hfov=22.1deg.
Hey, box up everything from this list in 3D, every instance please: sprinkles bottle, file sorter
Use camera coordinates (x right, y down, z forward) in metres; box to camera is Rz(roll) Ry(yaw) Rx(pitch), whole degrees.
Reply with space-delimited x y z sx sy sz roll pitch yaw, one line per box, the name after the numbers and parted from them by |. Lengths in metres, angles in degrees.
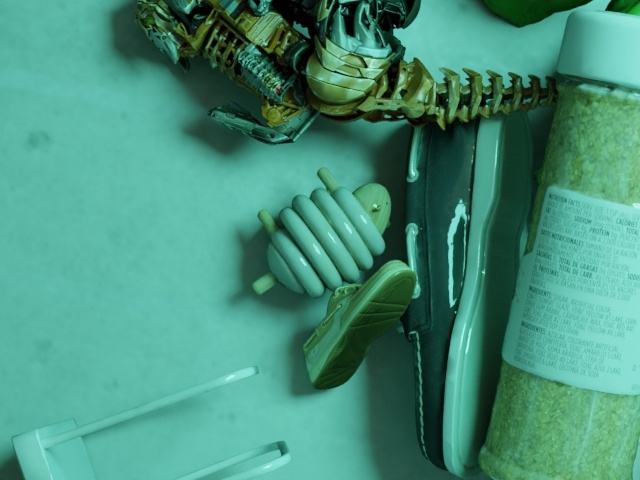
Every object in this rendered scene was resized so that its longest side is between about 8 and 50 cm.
0.208 0.013 1.213 0.121 0.121 0.355 10 97 -10 | sprinkles bottle
-0.081 0.238 1.168 0.173 0.193 0.278 -20 87 -3 | file sorter

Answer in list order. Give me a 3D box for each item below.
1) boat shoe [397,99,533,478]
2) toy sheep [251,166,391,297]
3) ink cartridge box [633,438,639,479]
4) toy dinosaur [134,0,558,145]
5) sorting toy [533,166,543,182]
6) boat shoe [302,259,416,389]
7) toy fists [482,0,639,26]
0.105 0.035 1.299 0.091 0.114 0.302 2 75 30 | boat shoe
0.000 0.000 1.288 0.132 0.091 0.091 -37 91 0 | toy sheep
0.256 0.193 1.309 0.104 0.060 0.180 21 79 10 | ink cartridge box
0.023 -0.167 1.285 0.322 0.164 0.218 20 86 -10 | toy dinosaur
0.203 -0.043 1.345 0.083 0.012 0.062 -11 86 -50 | sorting toy
0.024 0.058 1.268 0.050 0.135 0.045 4 44 -42 | boat shoe
0.228 -0.190 1.327 0.096 0.142 0.279 -41 92 -13 | toy fists
